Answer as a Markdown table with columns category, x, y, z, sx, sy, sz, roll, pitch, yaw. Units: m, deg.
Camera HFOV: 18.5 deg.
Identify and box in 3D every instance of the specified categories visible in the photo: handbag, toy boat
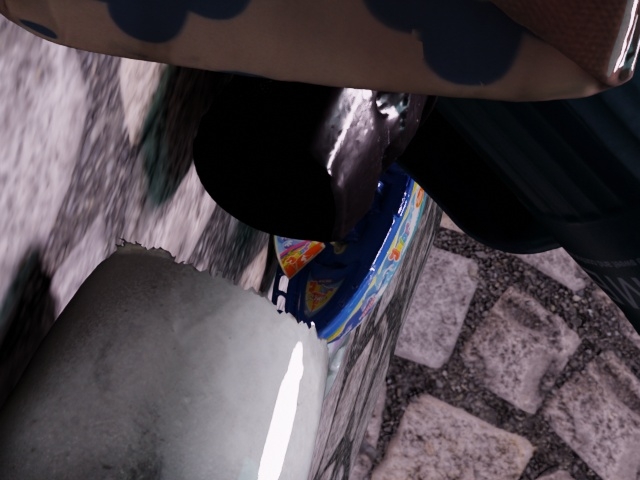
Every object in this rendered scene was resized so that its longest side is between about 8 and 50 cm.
| category | x | y | z | sx | sy | sz | roll | pitch | yaw |
| --- | --- | --- | --- | --- | --- | --- | --- | --- | --- |
| handbag | 0.028 | -0.167 | 0.558 | 0.190 | 0.193 | 0.252 | -47 | 153 | -66 |
| toy boat | 0.000 | 0.000 | 1.344 | 0.110 | 0.091 | 0.175 | 39 | 69 | -47 |

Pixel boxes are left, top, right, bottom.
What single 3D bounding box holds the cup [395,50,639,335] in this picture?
| category | x | y | z | sx | sy | sz | roll | pitch | yaw |
| --- | --- | --- | --- | --- | --- | --- | --- | --- | --- |
| cup | 0.175 | -0.119 | 1.153 | 0.242 | 0.292 | 0.308 | -51 | -154 | -8 |

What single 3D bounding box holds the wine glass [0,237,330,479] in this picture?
| category | x | y | z | sx | sy | sz | roll | pitch | yaw |
| --- | --- | --- | --- | --- | --- | --- | --- | --- | --- |
| wine glass | -0.083 | 0.131 | 0.737 | 0.126 | 0.126 | 0.241 | 91 | 21 | -68 |

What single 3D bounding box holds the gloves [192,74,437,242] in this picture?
| category | x | y | z | sx | sy | sz | roll | pitch | yaw |
| --- | --- | --- | --- | --- | --- | --- | --- | --- | --- |
| gloves | 0.006 | -0.103 | 0.952 | 0.203 | 0.124 | 0.164 | -61 | -172 | -24 |

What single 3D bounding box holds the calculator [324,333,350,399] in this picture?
| category | x | y | z | sx | sy | sz | roll | pitch | yaw |
| --- | --- | --- | --- | --- | --- | --- | --- | --- | --- |
| calculator | 0.010 | 0.035 | 1.583 | 0.141 | 0.045 | 0.246 | -42 | 150 | -76 |
